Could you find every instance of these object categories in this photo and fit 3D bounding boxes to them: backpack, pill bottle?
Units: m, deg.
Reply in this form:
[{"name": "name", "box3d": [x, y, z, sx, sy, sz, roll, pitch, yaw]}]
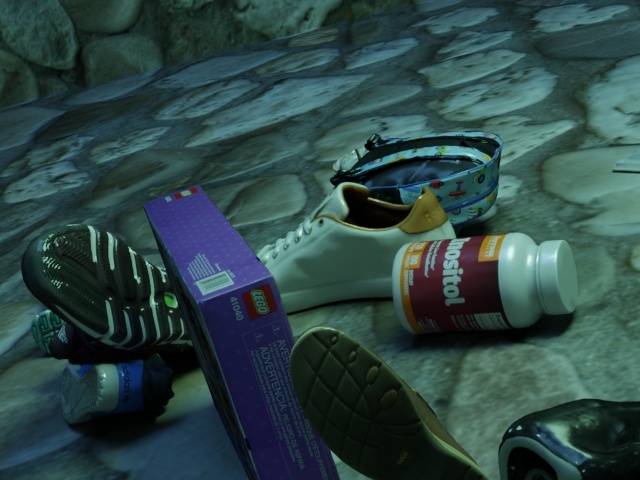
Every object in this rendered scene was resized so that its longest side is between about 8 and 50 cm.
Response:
[{"name": "backpack", "box3d": [0.119, -0.055, 1.335, 0.173, 0.117, 0.158, -8, 19, 24]}, {"name": "pill bottle", "box3d": [0.147, 0.038, 1.090, 0.152, 0.086, 0.086, -6, 20, 27]}]

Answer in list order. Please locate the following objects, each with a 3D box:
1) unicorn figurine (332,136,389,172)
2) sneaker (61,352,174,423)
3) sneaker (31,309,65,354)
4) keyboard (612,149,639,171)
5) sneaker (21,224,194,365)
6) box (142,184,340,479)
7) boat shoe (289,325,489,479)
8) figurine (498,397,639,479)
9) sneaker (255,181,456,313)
[{"name": "unicorn figurine", "box3d": [0.068, -0.101, 1.629, 0.111, 0.060, 0.162, -25, 4, -25]}, {"name": "sneaker", "box3d": [-0.184, 0.137, 1.124, 0.084, 0.058, 0.152, 2, -13, -27]}, {"name": "sneaker", "box3d": [-0.231, 0.074, 1.336, 0.166, 0.065, 0.076, -10, 15, 12]}, {"name": "keyboard", "box3d": [0.445, -0.087, 1.339, 0.072, 0.014, 0.256, -22, 19, -36]}, {"name": "sneaker", "box3d": [-0.218, 0.076, 1.152, 0.162, 0.106, 0.281, -20, -25, 24]}, {"name": "box", "box3d": [-0.063, 0.085, 0.940, 0.057, 0.201, 0.293, -20, 19, -9]}, {"name": "boat shoe", "box3d": [0.043, 0.124, 0.806, 0.064, 0.178, 0.060, -43, 13, 3]}, {"name": "figurine", "box3d": [0.254, 0.134, 0.734, 0.209, 0.092, 0.215, -21, 19, -29]}, {"name": "sneaker", "box3d": [0.000, 0.000, 1.268, 0.290, 0.123, 0.106, -10, 21, 21]}]
